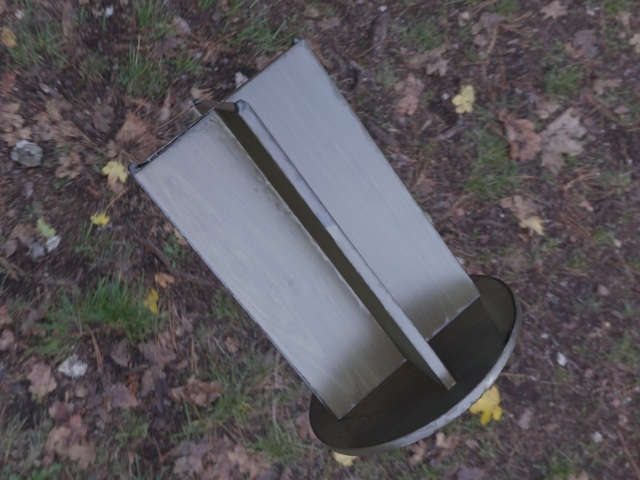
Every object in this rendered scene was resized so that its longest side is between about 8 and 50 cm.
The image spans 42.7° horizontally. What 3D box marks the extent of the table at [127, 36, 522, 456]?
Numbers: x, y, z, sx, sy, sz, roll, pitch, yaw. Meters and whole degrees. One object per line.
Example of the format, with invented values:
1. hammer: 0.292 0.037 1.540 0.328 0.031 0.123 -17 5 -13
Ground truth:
1. table: 0.000 0.000 0.529 0.167 0.167 0.226 -40 109 -7
